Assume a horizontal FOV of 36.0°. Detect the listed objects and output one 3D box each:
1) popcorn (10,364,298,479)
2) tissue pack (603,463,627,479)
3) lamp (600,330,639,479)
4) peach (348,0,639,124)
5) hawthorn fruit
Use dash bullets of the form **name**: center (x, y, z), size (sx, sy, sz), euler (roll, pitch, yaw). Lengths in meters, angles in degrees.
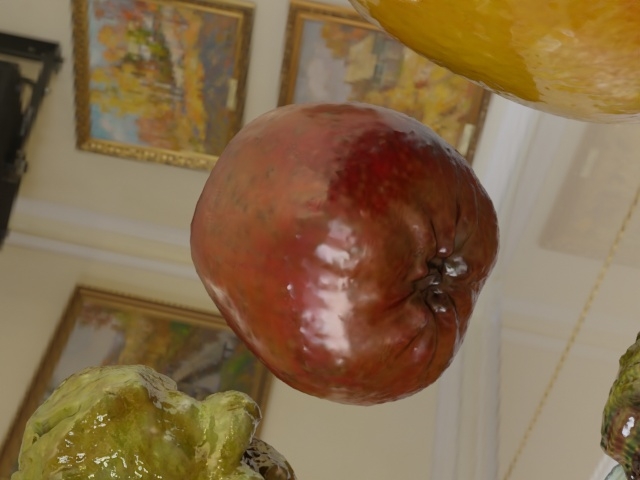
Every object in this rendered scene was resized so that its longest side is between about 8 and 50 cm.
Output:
- **popcorn**: center (-0.168, 0.238, 0.960), size (0.276, 0.276, 0.226), euler (101, 174, -47)
- **tissue pack**: center (0.370, 0.344, 1.055), size (0.185, 0.257, 0.081), euler (-61, 37, 12)
- **lamp**: center (0.198, 0.104, 0.459), size (0.157, 0.134, 0.156), euler (-65, -23, -18)
- **peach**: center (0.121, -0.186, 0.387), size (0.308, 0.288, 0.289), euler (-44, -34, -79)
- **hawthorn fruit**: center (0.000, 0.000, 0.599), size (0.179, 0.200, 0.179), euler (-24, -58, -46)
